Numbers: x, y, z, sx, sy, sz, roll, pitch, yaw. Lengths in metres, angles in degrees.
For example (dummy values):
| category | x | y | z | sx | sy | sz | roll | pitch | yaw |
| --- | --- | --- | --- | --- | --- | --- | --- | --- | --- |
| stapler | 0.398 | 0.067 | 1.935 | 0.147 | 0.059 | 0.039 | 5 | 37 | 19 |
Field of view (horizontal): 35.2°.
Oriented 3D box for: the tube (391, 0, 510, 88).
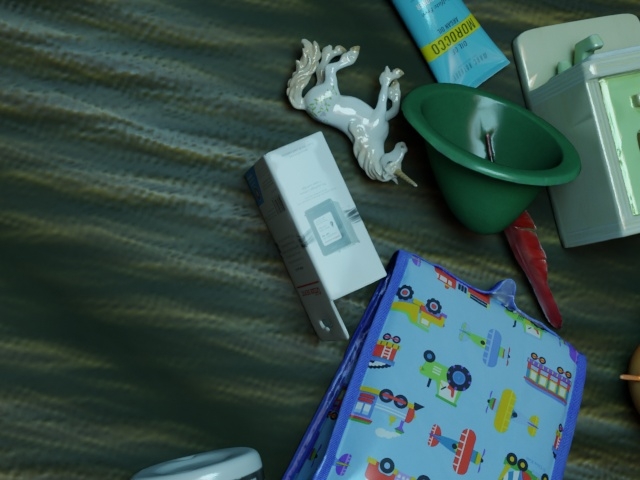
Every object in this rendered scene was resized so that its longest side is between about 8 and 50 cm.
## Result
| category | x | y | z | sx | sy | sz | roll | pitch | yaw |
| --- | --- | --- | --- | --- | --- | --- | --- | --- | --- |
| tube | 0.106 | -0.243 | 1.024 | 0.080 | 0.052 | 0.207 | -36 | 100 | -4 |

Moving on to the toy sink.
| category | x | y | z | sx | sy | sz | roll | pitch | yaw |
| --- | --- | --- | --- | --- | --- | --- | --- | --- | --- |
| toy sink | 0.311 | -0.125 | 1.013 | 0.153 | 0.131 | 0.234 | -12 | 86 | -15 |

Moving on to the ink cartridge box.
| category | x | y | z | sx | sy | sz | roll | pitch | yaw |
| --- | --- | --- | --- | --- | --- | --- | --- | --- | --- |
| ink cartridge box | 0.000 | 0.000 | 0.938 | 0.060 | 0.104 | 0.180 | -25 | 91 | -16 |

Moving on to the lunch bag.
| category | x | y | z | sx | sy | sz | roll | pitch | yaw |
| --- | --- | --- | --- | --- | --- | --- | --- | --- | --- |
| lunch bag | 0.123 | 0.159 | 0.949 | 0.221 | 0.138 | 0.293 | 29 | 69 | -7 |

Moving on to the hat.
| category | x | y | z | sx | sy | sz | roll | pitch | yaw |
| --- | --- | --- | --- | --- | --- | --- | --- | --- | --- |
| hat | 0.148 | -0.027 | 0.996 | 0.173 | 0.183 | 0.208 | -13 | 44 | -39 |

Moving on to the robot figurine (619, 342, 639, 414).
| category | x | y | z | sx | sy | sz | roll | pitch | yaw |
| --- | --- | --- | --- | --- | --- | --- | --- | --- | --- |
| robot figurine | 0.402 | 0.125 | 1.011 | 0.219 | 0.158 | 0.128 | -25 | 49 | -15 |

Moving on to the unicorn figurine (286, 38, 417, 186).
| category | x | y | z | sx | sy | sz | roll | pitch | yaw |
| --- | --- | --- | --- | --- | --- | --- | --- | --- | --- |
| unicorn figurine | 0.040 | -0.125 | 0.991 | 0.162 | 0.060 | 0.111 | 23 | 79 | 6 |

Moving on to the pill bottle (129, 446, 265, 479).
| category | x | y | z | sx | sy | sz | roll | pitch | yaw |
| --- | --- | --- | --- | --- | --- | --- | --- | --- | --- |
| pill bottle | -0.090 | 0.295 | 0.876 | 0.119 | 0.119 | 0.208 | -11 | 87 | -15 |
